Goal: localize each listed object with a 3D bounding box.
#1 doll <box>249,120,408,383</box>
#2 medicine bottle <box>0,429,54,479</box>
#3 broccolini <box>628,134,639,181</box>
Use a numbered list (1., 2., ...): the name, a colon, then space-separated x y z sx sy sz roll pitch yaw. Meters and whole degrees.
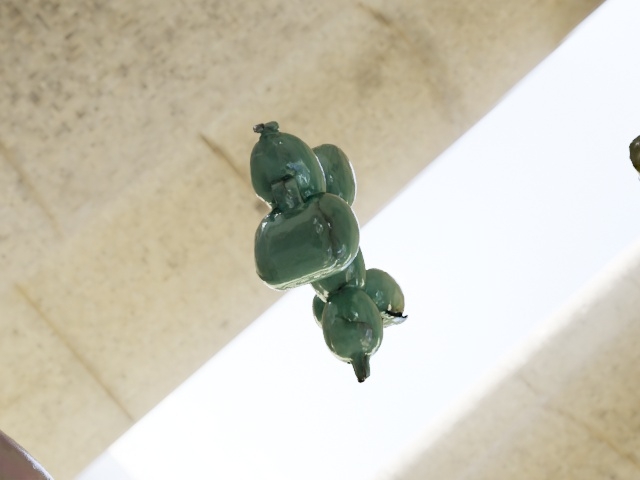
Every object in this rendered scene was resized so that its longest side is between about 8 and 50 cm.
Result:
1. doll: 0.000 0.000 0.788 0.158 0.059 0.159 -79 148 -74
2. medicine bottle: -0.244 0.253 0.521 0.219 0.388 0.219 8 -36 6
3. broccolini: 0.231 0.026 0.730 0.216 0.067 0.058 45 29 -29
